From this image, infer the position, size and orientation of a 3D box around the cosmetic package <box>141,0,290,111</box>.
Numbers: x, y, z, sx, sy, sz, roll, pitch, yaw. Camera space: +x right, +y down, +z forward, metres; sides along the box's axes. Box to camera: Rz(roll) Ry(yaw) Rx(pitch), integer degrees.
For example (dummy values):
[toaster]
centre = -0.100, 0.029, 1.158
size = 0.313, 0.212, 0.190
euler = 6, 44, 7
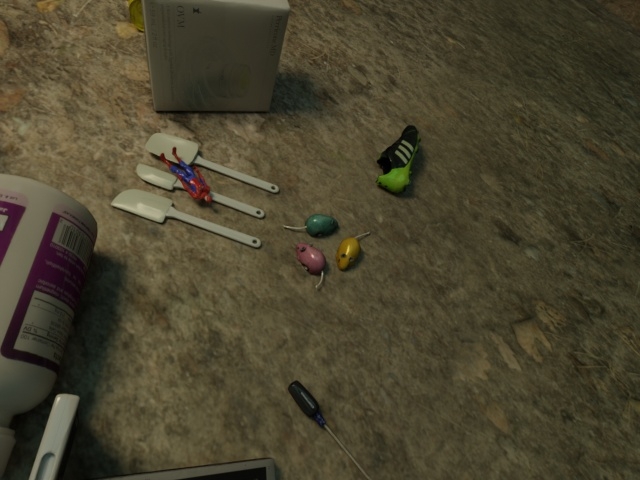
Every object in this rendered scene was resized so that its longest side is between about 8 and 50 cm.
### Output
[cosmetic package]
centre = -0.193, -0.358, 0.721
size = 0.224, 0.224, 0.138
euler = -8, 64, -21

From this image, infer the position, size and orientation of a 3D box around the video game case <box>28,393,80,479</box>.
[video game case]
centre = -0.260, 0.247, 0.375
size = 0.022, 0.190, 0.173
euler = 16, 57, -23

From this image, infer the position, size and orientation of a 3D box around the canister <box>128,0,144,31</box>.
[canister]
centre = -0.337, -0.525, 0.861
size = 0.126, 0.073, 0.170
euler = -1, 60, -19

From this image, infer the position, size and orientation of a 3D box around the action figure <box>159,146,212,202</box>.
[action figure]
centre = -0.218, -0.105, 0.667
size = 0.038, 0.030, 0.115
euler = -38, 83, -33

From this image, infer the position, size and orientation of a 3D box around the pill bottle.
[pill bottle]
centre = -0.370, 0.090, 0.441
size = 0.169, 0.169, 0.301
euler = 7, 59, -14

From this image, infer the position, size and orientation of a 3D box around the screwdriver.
[screwdriver]
centre = 0.013, 0.264, 0.553
size = 0.170, 0.024, 0.025
euler = 51, 30, 11

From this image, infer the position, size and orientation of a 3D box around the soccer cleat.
[soccer cleat]
centre = 0.159, -0.178, 0.830
size = 0.072, 0.060, 0.179
euler = 20, 60, -4

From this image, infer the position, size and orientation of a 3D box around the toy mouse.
[toy mouse]
centre = 0.000, 0.000, 0.692
size = 0.143, 0.031, 0.161
euler = 30, 57, 1

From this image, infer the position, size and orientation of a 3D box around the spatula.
[spatula]
centre = -0.198, -0.086, 0.687
size = 0.242, 0.019, 0.168
euler = 19, 57, -6

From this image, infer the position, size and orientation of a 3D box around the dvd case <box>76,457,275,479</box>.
[dvd case]
centre = -0.137, 0.325, 0.396
size = 0.238, 0.029, 0.179
euler = 21, 52, -42
